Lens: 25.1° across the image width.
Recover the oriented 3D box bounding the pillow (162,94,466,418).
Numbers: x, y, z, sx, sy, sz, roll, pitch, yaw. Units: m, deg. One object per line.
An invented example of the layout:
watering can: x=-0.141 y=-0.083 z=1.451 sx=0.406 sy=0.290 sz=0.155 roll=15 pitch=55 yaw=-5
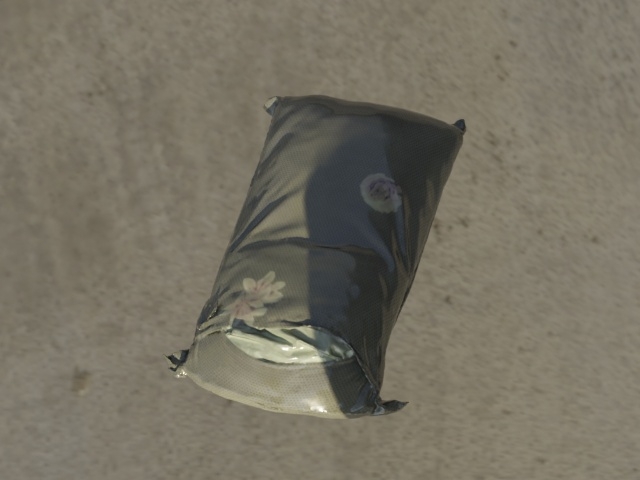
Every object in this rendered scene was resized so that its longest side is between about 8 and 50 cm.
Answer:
pillow: x=0.000 y=0.000 z=0.987 sx=0.169 sy=0.059 sz=0.255 roll=9 pitch=61 yaw=15
